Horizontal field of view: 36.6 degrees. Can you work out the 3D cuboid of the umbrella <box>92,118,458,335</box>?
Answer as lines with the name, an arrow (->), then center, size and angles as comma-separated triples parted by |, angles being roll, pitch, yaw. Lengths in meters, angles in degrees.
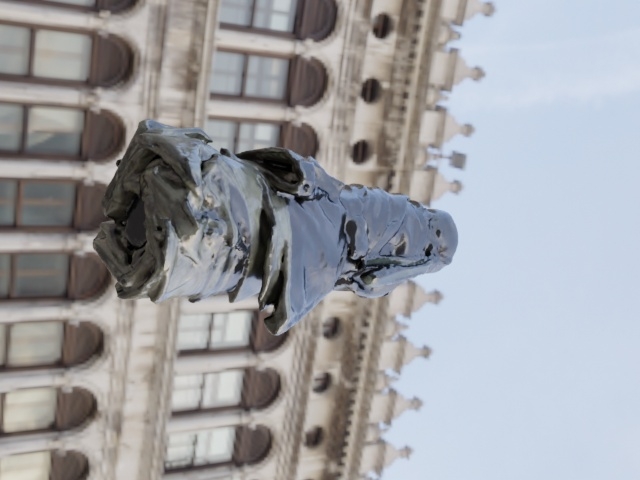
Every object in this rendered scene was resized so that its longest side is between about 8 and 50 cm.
umbrella -> 0.004, -0.004, 0.686 | 0.106, 0.357, 0.113 | 25, -78, 36
